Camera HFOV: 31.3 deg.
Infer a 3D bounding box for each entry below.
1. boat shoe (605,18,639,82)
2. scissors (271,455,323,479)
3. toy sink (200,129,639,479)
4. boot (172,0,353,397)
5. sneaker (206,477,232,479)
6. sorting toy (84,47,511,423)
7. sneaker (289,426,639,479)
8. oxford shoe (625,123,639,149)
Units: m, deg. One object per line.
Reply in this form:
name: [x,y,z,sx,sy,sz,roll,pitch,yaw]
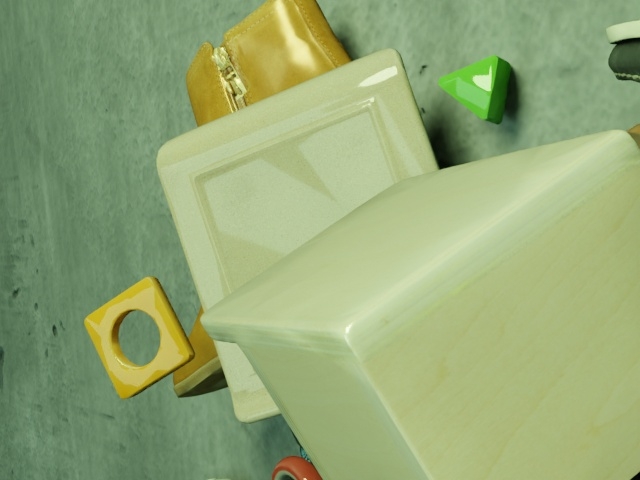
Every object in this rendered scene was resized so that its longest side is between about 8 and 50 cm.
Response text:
boat shoe: [0.211,-0.054,0.476,0.233,0.084,0.079,25,116,49]
scissors: [0.045,0.245,0.681,0.297,0.021,0.109,42,132,40]
toy sink: [0.060,0.053,0.556,0.131,0.153,0.234,59,161,-8]
boot: [-0.052,-0.029,0.849,0.295,0.104,0.211,-42,69,38]
sneaker: [-0.082,0.316,0.994,0.115,0.090,0.232,-38,66,49]
sorting toy: [0.000,0.000,0.725,0.348,0.047,0.196,-20,82,22]
sneaker: [0.103,0.159,0.677,0.341,0.125,0.139,17,126,60]
oxford shoe: [0.207,0.029,0.518,0.212,0.076,0.076,57,144,8]
